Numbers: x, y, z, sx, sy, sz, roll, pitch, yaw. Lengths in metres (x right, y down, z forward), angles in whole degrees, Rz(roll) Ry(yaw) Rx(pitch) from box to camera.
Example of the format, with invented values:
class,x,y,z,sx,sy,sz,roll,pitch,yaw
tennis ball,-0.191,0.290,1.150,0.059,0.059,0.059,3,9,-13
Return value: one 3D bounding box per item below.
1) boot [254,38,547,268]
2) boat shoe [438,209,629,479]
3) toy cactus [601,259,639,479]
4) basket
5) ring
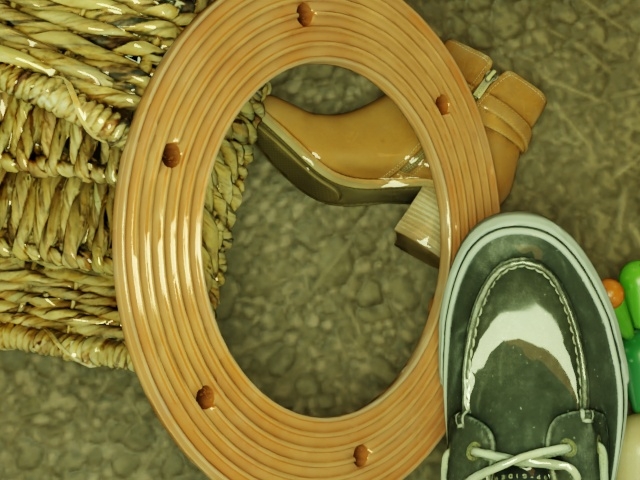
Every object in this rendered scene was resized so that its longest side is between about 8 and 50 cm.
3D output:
class,x,y,z,sx,sy,sz,roll,pitch,yaw
boot,0.053,-0.088,1.091,0.197,0.073,0.152,33,76,-1
boat shoe,0.136,0.151,0.948,0.121,0.119,0.335,-4,97,12
toy cactus,0.227,0.103,1.036,0.219,0.112,0.180,3,86,-9
basket,-0.210,-0.055,0.971,0.299,0.213,0.223,9,75,18
ring,0.000,0.000,0.941,0.032,0.336,0.337,-1,71,43
